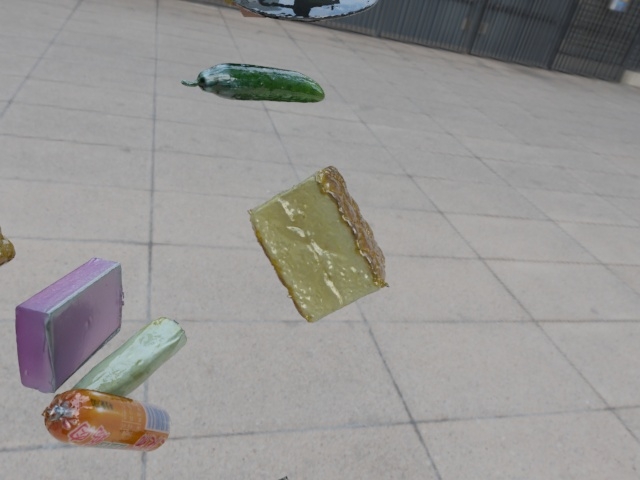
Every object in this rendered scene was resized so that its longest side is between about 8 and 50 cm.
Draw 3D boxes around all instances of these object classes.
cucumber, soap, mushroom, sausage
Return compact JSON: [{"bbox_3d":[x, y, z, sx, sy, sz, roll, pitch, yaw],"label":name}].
[{"bbox_3d":[-0.095,-0.244,0.815,0.250,0.056,0.056,-7,35,-38],"label":"cucumber"},{"bbox_3d":[-0.510,0.166,1.091,0.081,0.181,0.259,10,21,7],"label":"soap"},{"bbox_3d":[-0.414,0.270,1.113,0.100,0.081,0.312,36,40,10],"label":"mushroom"},{"bbox_3d":[-0.372,0.316,0.922,0.092,0.312,0.093,-4,66,10],"label":"sausage"}]

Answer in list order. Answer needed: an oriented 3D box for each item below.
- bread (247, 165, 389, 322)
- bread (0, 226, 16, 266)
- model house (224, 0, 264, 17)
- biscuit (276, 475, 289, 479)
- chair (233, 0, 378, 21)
[{"bbox_3d":[0.000,0.000,1.177,0.207,0.279,0.279,-27,8,13],"label":"bread"},{"bbox_3d":[-0.639,0.037,0.777,0.109,0.185,0.380,-24,17,18],"label":"bread"},{"bbox_3d":[-0.128,-0.537,0.977,0.207,0.219,0.136,-24,47,8],"label":"model house"},{"bbox_3d":[-0.199,0.600,1.168,0.273,0.187,0.036,-17,66,-18],"label":"biscuit"},{"bbox_3d":[-0.018,-0.495,0.612,0.226,0.401,0.227,1,45,-1],"label":"chair"}]
